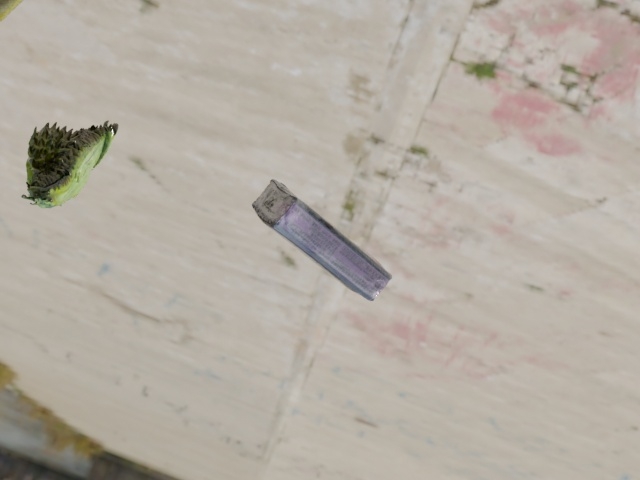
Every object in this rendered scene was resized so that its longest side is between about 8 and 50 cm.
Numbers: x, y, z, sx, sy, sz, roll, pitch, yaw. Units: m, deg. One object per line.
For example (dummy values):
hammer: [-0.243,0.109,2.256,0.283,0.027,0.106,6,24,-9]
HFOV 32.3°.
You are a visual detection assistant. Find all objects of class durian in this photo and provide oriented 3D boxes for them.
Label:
durian: [-0.478,-0.141,2.024,0.106,0.375,0.132,15,121,8]

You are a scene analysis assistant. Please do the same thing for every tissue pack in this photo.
tissue pack: [0.000,0.000,1.279,0.156,0.051,0.112,39,179,-23]

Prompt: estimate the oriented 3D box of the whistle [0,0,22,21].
whistle: [-0.420,-0.409,1.631,0.326,0.057,0.068,-32,152,29]
